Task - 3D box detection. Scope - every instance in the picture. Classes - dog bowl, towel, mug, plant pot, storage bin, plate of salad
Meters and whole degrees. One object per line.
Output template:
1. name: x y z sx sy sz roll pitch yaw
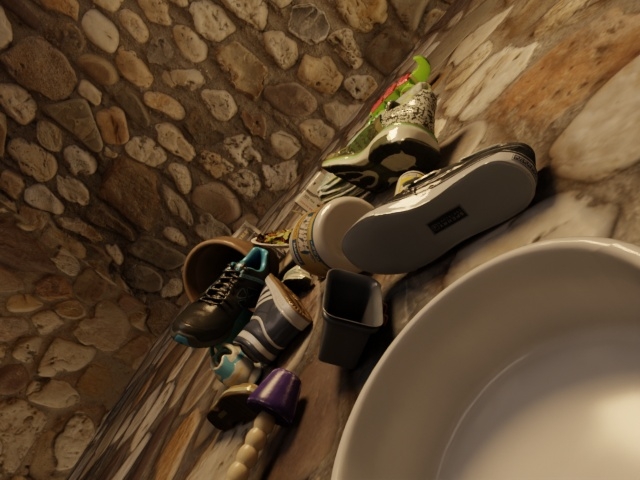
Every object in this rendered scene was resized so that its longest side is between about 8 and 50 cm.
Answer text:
1. dog bowl: 0.128 0.130 0.292 0.265 0.104 0.265 -47 13 15
2. towel: 0.164 -0.279 1.408 0.320 0.090 0.374 -28 25 53
3. mug: -0.230 0.244 1.213 0.157 0.097 0.129 -54 13 -19
4. plant pot: -0.237 0.099 1.401 0.263 0.263 0.229 -45 -4 22
5. storage bin: 0.043 0.118 0.686 0.135 0.098 0.091 -79 4 -64
6. plate of salad: -0.103 -0.012 1.366 0.200 0.200 0.048 -128 37 -77

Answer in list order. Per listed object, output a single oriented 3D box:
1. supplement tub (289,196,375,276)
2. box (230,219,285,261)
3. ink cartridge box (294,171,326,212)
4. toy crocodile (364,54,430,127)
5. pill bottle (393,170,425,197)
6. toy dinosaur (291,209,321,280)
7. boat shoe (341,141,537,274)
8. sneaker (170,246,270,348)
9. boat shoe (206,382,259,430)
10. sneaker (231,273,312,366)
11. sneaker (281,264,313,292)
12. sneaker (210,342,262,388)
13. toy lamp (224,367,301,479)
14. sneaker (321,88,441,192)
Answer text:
1. supplement tub: 0.025 -0.001 0.933 0.144 0.144 0.200 -54 13 -19
2. box: -0.262 0.073 1.627 0.231 0.183 0.056 -49 12 8
3. ink cartridge box: -0.011 -0.154 1.607 0.135 0.099 0.056 -51 14 0
4. toy crocodile: 0.261 -0.497 1.646 0.340 0.105 0.115 -39 17 43
5. pill bottle: 0.164 -0.073 0.846 0.065 0.065 0.116 -41 15 34
6. toy dinosaur: 0.000 0.000 1.061 0.053 0.183 0.092 -5 22 32
7. boat shoe: 0.162 -0.048 0.682 0.306 0.113 0.105 -36 12 40
8. sneaker: -0.223 0.121 1.085 0.341 0.125 0.139 -44 -30 -61
9. boat shoe: -0.153 0.296 0.883 0.190 0.068 0.072 -38 6 44
10. sneaker: -0.116 0.172 1.030 0.153 0.099 0.282 -49 15 -2
11. sneaker: -0.053 0.084 1.156 0.075 0.057 0.161 -61 13 -20
12. sneaker: -0.190 0.262 1.037 0.087 0.092 0.229 -54 12 -9
13. toy lamp: -0.108 0.307 0.653 0.080 0.080 0.274 -34 20 52
14. sneaker: 0.148 -0.230 1.101 0.410 0.158 0.182 -5 61 62
